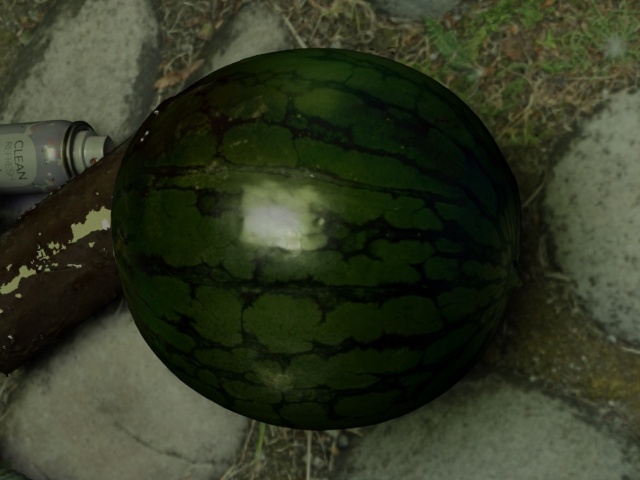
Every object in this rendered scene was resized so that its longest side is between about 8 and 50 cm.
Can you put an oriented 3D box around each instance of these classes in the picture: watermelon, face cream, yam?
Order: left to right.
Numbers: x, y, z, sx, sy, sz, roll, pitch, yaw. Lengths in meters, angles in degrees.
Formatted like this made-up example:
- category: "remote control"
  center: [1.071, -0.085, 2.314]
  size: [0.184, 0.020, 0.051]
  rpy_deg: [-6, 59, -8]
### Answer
- category: "face cream"
  center: [-0.312, -0.082, 1.936]
  size: [0.229, 0.075, 0.075]
  rpy_deg: [-4, 78, 22]
- category: "yam"
  center: [-0.244, 0.017, 1.862]
  size: [0.279, 0.131, 0.131]
  rpy_deg: [-36, 68, 10]
- category: "watermelon"
  center: [0.000, 0.000, 1.648]
  size: [0.363, 0.363, 0.363]
  rpy_deg: [-5, 77, 22]

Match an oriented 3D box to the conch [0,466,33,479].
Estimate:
- category: "conch"
  center: [-0.319, 0.285, 1.835]
  size: [0.172, 0.131, 0.200]
  rpy_deg: [-43, 34, 37]
